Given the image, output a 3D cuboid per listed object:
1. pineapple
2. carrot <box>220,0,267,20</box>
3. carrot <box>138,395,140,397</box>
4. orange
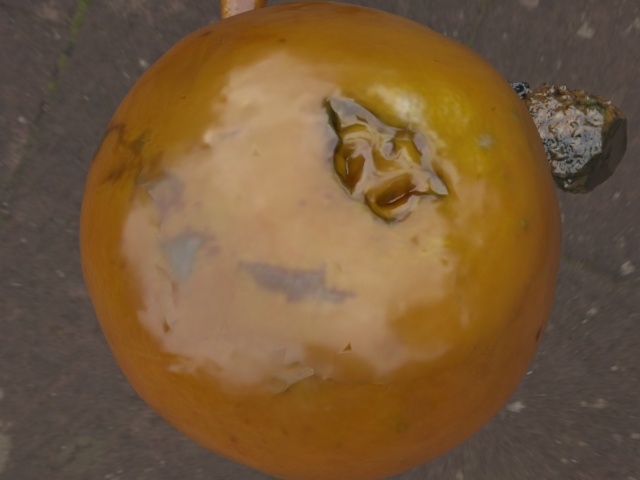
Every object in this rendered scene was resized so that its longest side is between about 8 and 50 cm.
[{"bbox_3d":[0.205,-0.118,1.369,0.197,0.108,0.108,24,86,28],"label":"pineapple"},{"bbox_3d":[-0.081,-0.253,1.496,0.062,0.066,0.271,8,71,11],"label":"carrot"},{"bbox_3d":[-0.112,0.033,1.282,0.102,0.102,0.263,26,96,8],"label":"carrot"},{"bbox_3d":[0.000,0.000,0.877,0.312,0.312,0.312,-1,83,6],"label":"orange"}]
